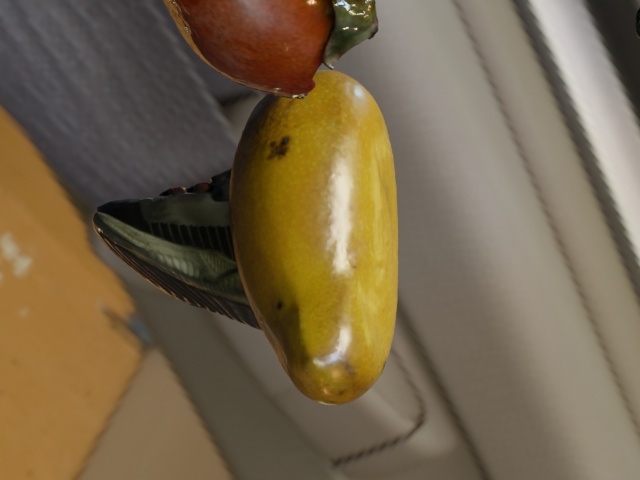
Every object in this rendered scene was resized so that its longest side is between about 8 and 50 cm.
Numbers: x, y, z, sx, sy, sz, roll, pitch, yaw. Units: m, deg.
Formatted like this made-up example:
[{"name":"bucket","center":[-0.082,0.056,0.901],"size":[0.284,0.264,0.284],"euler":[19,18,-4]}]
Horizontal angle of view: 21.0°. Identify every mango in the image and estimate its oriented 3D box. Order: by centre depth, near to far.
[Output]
[{"name":"mango","center":[-0.005,0.000,1.177],"size":[0.109,0.157,0.262],"euler":[-5,-126,14]}]

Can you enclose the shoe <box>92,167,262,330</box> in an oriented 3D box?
[{"name":"shoe","center":[-0.073,-0.002,1.367],"size":[0.228,0.099,0.112],"euler":[22,-105,30]}]

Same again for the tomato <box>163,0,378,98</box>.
[{"name":"tomato","center":[-0.020,-0.120,0.476],"size":[0.139,0.091,0.159],"euler":[-91,-160,-45]}]

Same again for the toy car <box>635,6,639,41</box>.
[{"name":"toy car","center":[0.177,-0.044,0.735],"size":[0.073,0.054,0.143],"euler":[-10,-102,44]}]
